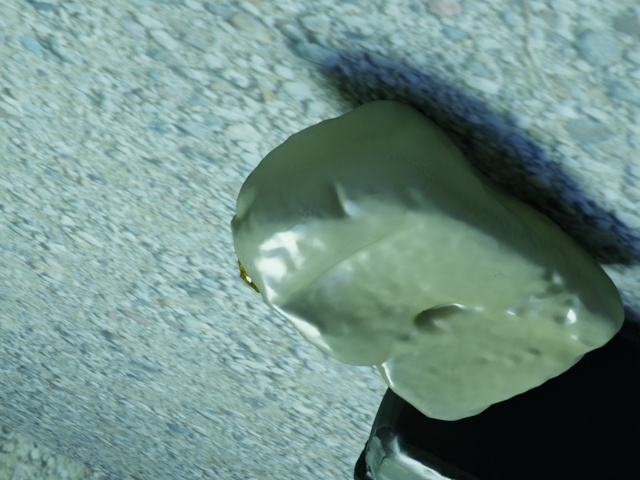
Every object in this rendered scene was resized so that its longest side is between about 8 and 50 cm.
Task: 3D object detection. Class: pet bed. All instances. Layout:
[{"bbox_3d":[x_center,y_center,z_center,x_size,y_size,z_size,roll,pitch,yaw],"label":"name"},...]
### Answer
[{"bbox_3d":[0.149,0.144,1.463,0.211,0.183,0.159,23,160,4],"label":"pet bed"}]

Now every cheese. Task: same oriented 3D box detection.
[{"bbox_3d":[0.066,0.016,1.288,0.159,0.093,0.263,-38,128,23],"label":"cheese"}]

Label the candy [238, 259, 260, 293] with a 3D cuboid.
[{"bbox_3d":[0.000,0.000,1.480,0.060,0.060,0.201,32,153,-23],"label":"candy"}]
